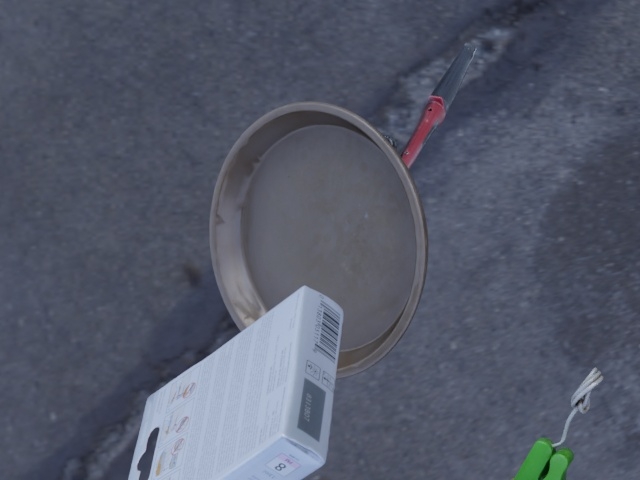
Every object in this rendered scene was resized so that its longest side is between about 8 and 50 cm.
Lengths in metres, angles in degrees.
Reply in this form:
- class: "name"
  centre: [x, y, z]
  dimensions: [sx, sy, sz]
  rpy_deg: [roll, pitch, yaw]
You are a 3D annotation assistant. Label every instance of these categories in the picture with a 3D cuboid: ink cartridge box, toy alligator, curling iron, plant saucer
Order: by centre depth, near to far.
- class: "toy alligator"
  centre: [0.137, 0.169, 0.873]
  dimensions: [0.051, 0.056, 0.190]
  rpy_deg: [38, 103, 13]
- class: "ink cartridge box"
  centre: [-0.081, 0.168, 1.253]
  dimensions: [0.066, 0.189, 0.232]
  rpy_deg: [34, 126, -21]
- class: "plant saucer"
  centre: [0.000, 0.000, 1.385]
  dimensions: [0.278, 0.041, 0.278]
  rpy_deg: [5, 98, 40]
- class: "curling iron"
  centre: [0.129, -0.165, 1.709]
  dimensions: [0.068, 0.274, 0.035]
  rpy_deg: [38, 146, 2]
